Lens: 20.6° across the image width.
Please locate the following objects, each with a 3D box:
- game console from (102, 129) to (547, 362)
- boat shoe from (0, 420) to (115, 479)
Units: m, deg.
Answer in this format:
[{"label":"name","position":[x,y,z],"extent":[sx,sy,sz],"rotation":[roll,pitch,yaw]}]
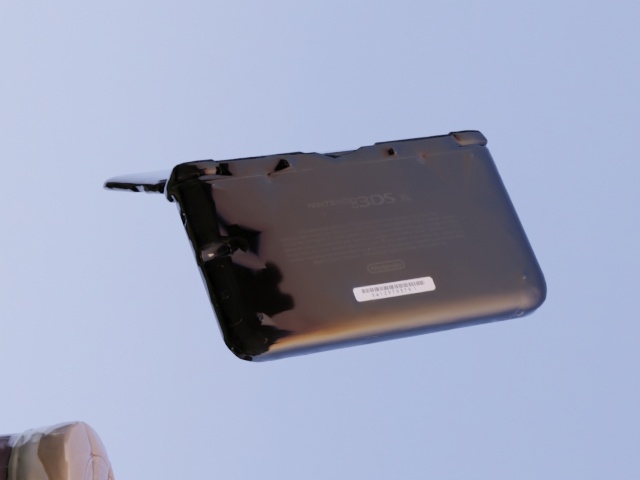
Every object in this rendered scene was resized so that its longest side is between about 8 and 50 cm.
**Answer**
[{"label":"game console","position":[0.000,0.000,0.622],"extent":[0.071,0.122,0.107],"rotation":[-56,-132,53]},{"label":"boat shoe","position":[-0.125,0.217,0.718],"extent":[0.092,0.103,0.285],"rotation":[-3,-90,11]}]
